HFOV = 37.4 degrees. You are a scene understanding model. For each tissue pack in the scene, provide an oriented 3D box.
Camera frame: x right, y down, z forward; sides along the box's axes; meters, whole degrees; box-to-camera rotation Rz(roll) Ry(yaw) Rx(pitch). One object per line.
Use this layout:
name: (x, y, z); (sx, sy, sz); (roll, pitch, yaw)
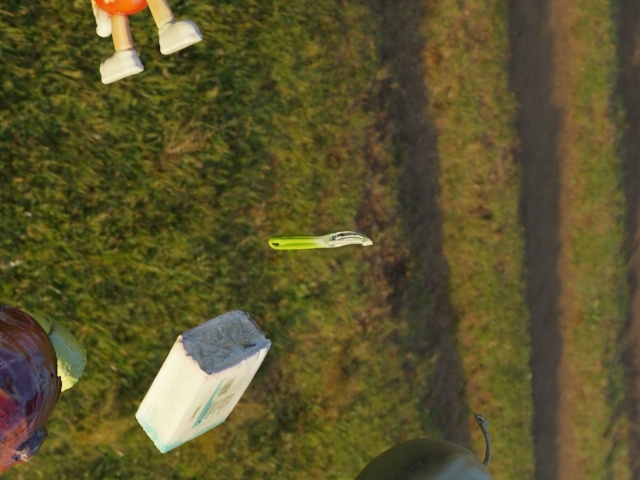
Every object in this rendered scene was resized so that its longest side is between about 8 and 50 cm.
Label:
tissue pack: (-0.238, 0.282, 1.897); (0.201, 0.124, 0.271); (-26, 155, -50)

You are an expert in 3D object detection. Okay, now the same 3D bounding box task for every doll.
doll: (-0.204, -0.295, 1.025); (0.085, 0.183, 0.217); (0, 78, -48)

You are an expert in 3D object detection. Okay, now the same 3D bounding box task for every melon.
melon: (0.157, 0.453, 1.507); (0.308, 0.271, 0.271); (-15, 127, -11)

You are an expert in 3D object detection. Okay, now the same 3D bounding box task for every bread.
bread: (-0.465, 0.190, 1.588); (0.111, 0.129, 0.114); (-91, 162, -48)

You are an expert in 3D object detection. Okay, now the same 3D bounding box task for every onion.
onion: (-0.414, 0.197, 1.128); (0.246, 0.190, 0.246); (-56, -177, 4)

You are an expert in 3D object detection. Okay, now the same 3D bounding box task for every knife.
knife: (0.000, 0.000, 1.242); (0.026, 0.184, 0.022); (-36, 115, -43)
